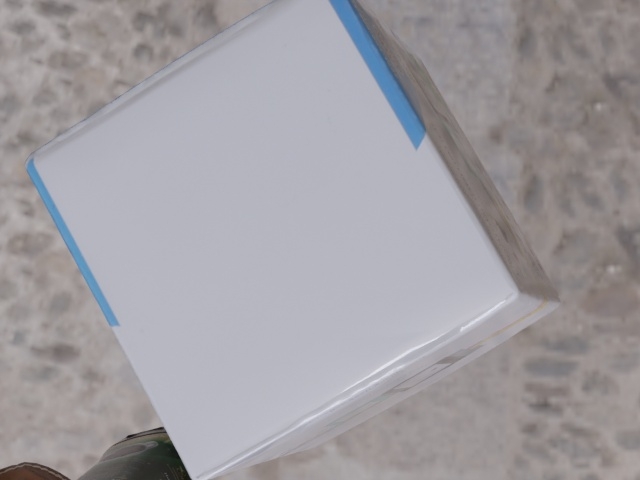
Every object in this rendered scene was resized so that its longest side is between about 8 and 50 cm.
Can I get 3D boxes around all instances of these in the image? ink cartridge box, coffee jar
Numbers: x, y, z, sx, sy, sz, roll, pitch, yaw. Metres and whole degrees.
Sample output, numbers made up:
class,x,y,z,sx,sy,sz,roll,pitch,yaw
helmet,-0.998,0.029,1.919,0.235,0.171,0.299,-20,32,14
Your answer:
class,x,y,z,sx,sy,sz,roll,pitch,yaw
ink cartridge box,0.000,0.000,0.954,0.197,0.270,0.198,-31,81,9
coffee jar,-0.162,0.220,1.385,0.096,0.184,0.079,-16,98,18

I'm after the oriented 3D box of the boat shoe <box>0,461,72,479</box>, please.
class,x,y,z,sx,sy,sz,roll,pitch,yaw
boat shoe,-0.171,0.252,1.235,0.123,0.116,0.324,-18,138,7
